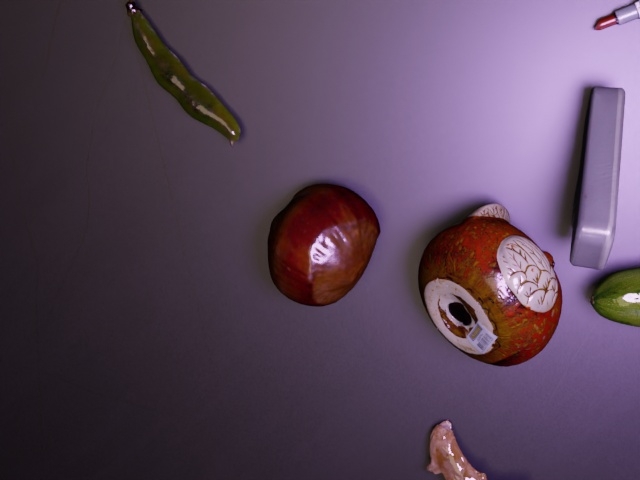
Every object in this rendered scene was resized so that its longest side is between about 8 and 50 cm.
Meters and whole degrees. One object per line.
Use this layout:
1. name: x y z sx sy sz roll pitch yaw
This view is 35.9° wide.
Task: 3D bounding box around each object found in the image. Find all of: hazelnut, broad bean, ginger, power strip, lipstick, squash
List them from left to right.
1. broad bean: -0.239 -0.271 1.646 0.060 0.043 0.297 -41 91 5
2. hazelnut: 0.007 0.005 1.616 0.170 0.160 0.202 43 68 -13
3. ginger: 0.299 0.454 1.690 0.333 0.081 0.148 45 121 0
4. power strip: 0.419 -0.080 1.499 0.059 0.194 0.265 7 67 11
5. lipstick: 0.480 -0.350 1.509 0.129 0.030 0.030 -20 98 13
6. squash: 0.620 0.098 1.539 0.394 0.107 0.107 5 103 7

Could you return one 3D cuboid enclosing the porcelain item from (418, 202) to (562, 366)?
1. porcelain item: 0.286 0.065 1.562 0.252 0.253 0.253 2 102 9
